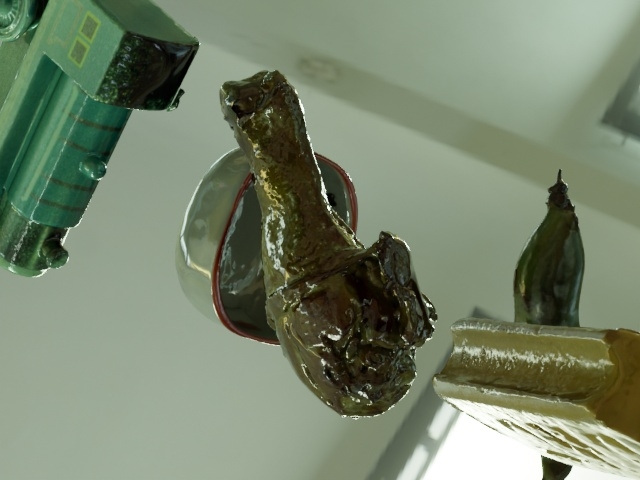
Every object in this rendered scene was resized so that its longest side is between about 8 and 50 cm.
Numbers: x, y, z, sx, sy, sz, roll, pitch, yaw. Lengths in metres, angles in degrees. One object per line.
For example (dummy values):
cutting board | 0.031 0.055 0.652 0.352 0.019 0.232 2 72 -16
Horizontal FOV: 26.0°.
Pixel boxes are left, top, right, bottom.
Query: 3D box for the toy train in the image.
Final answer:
toy train | -0.245 -0.111 1.255 0.120 0.298 0.194 1 -146 -51

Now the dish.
dish | -0.078 -0.004 1.656 0.117 0.256 0.256 17 -150 38

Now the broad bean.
broad bean | 0.243 0.094 1.478 0.077 0.339 0.061 0 -172 -6

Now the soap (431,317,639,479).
soap | 0.218 0.126 1.062 0.160 0.080 0.257 30 167 -24

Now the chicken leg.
chicken leg | 0.004 0.009 1.359 0.140 0.361 0.211 -26 -166 -38
